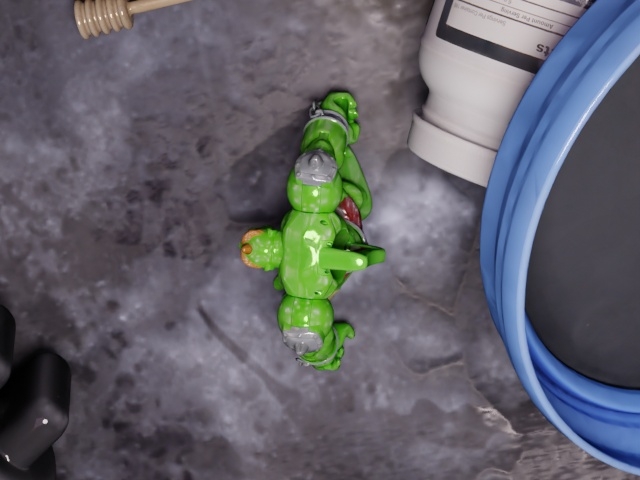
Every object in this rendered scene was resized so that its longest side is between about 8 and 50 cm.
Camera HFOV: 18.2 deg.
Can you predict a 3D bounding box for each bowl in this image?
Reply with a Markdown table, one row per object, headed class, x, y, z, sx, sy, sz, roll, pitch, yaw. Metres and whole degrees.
| class | x | y | z | sx | sy | sz | roll | pitch | yaw |
| --- | --- | --- | --- | --- | --- | --- | --- | --- | --- |
| bowl | 0.276 | -0.030 | 1.267 | 0.391 | 0.077 | 0.391 | -14 | 125 | -21 |

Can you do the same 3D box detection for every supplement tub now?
| class | x | y | z | sx | sy | sz | roll | pitch | yaw |
| --- | --- | --- | --- | --- | --- | --- | --- | --- | --- |
| supplement tub | 0.176 | -0.166 | 1.314 | 0.191 | 0.191 | 0.272 | 19 | 102 | 7 |

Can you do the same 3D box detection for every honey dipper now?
| class | x | y | z | sx | sy | sz | roll | pitch | yaw |
| --- | --- | --- | --- | --- | --- | --- | --- | --- | --- |
| honey dipper | -0.098 | -0.176 | 1.444 | 0.160 | 0.030 | 0.030 | -11 | 97 | 8 |

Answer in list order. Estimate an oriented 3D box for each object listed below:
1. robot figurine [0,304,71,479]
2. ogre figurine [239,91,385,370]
| class | x | y | z | sx | sy | sz | roll | pitch | yaw |
| --- | --- | --- | --- | --- | --- | --- | --- | --- | --- |
| robot figurine | -0.307 | 0.171 | 1.462 | 0.278 | 0.173 | 0.209 | -41 | 73 | 13 |
| ogre figurine | 0.000 | 0.000 | 1.407 | 0.097 | 0.118 | 0.197 | 24 | 101 | 5 |
